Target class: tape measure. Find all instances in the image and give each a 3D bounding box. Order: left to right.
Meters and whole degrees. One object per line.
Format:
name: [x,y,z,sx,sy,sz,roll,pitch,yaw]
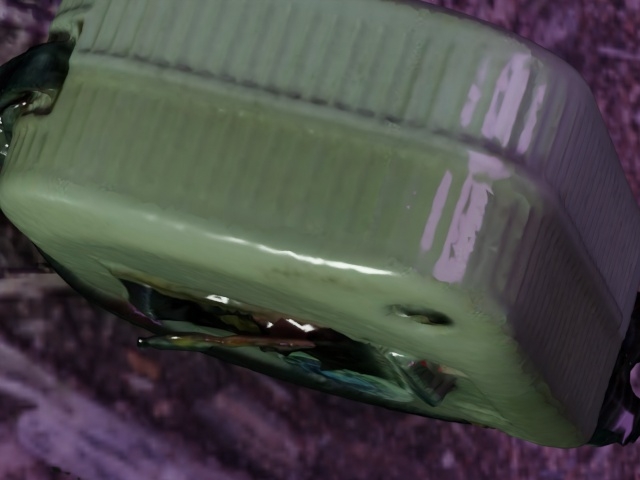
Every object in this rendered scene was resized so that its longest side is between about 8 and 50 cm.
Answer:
tape measure: [0.000,0.000,0.664,0.235,0.207,0.115,47,58,-67]
